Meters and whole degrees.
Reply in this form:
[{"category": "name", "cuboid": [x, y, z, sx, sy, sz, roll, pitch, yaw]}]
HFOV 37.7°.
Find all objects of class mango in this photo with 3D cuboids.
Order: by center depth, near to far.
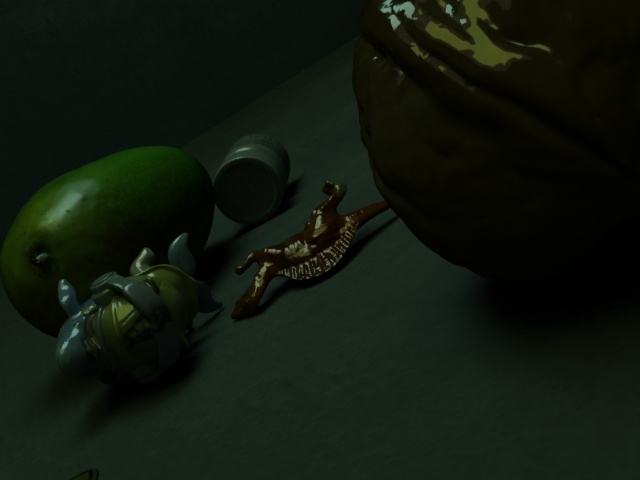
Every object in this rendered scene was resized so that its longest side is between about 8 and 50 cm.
[{"category": "mango", "cuboid": [-0.253, -0.004, 1.196, 0.201, 0.225, 0.382, 17, 25, 13]}]

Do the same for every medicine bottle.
[{"category": "medicine bottle", "cuboid": [-0.099, -0.094, 1.391, 0.105, 0.105, 0.168, -28, 14, 11]}]

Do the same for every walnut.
[{"category": "walnut", "cuboid": [0.156, -0.112, 0.656, 0.277, 0.252, 0.313, -29, 25, 9]}]

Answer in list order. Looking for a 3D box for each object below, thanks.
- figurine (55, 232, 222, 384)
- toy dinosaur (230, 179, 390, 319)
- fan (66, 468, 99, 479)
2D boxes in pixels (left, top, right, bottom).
[{"category": "figurine", "cuboid": [-0.189, 0.076, 0.973, 0.184, 0.128, 0.208, -10, 21, 49]}, {"category": "toy dinosaur", "cuboid": [-0.002, 0.000, 0.988, 0.212, 0.057, 0.142, -25, 27, 26]}, {"category": "fan", "cuboid": [-0.276, 0.278, 0.693, 0.230, 0.011, 0.335, -18, 19, 40]}]
